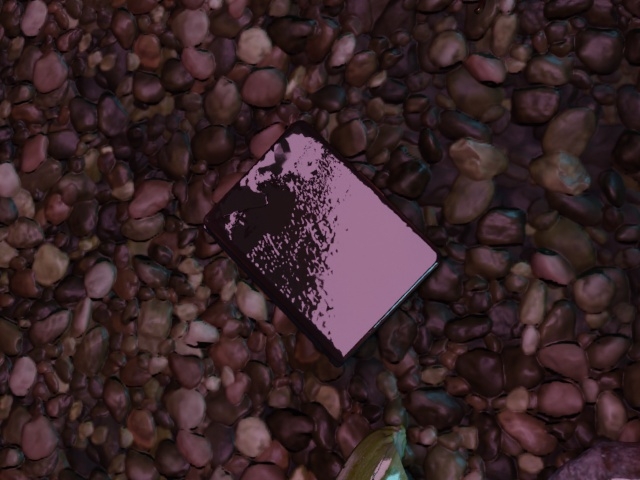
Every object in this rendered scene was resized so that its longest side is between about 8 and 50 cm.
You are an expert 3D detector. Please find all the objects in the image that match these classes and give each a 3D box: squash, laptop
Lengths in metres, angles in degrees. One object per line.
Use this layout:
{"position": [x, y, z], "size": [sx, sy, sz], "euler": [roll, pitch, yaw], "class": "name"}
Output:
{"position": [0.022, 0.275, 0.931], "size": [0.069, 0.069, 0.238], "euler": [27, 94, 19], "class": "squash"}
{"position": [0.000, 0.000, 0.997], "size": [0.154, 0.026, 0.207], "euler": [-47, 73, 5], "class": "laptop"}

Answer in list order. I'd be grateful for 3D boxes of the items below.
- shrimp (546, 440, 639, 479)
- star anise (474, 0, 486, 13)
{"position": [0.348, 0.203, 0.811], "size": [0.343, 0.116, 0.145], "euler": [-8, 105, 14], "class": "shrimp"}
{"position": [0.193, -0.278, 0.939], "size": [0.097, 0.070, 0.190], "euler": [27, 80, 9], "class": "star anise"}
